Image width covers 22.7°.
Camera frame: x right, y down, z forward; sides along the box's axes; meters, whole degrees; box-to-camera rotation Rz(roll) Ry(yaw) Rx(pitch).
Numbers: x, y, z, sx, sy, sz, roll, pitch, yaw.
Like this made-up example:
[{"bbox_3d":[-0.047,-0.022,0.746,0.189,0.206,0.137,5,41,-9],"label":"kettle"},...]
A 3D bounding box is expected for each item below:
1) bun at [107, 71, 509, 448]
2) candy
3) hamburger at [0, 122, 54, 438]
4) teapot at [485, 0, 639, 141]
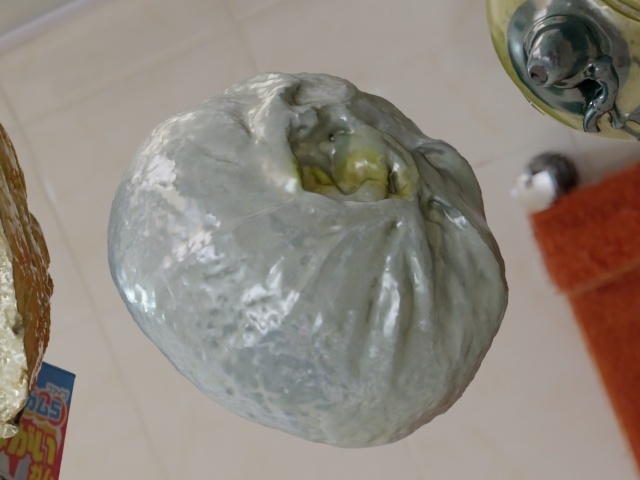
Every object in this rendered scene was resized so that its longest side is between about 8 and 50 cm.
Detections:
[{"bbox_3d":[0.000,0.000,1.362,0.362,0.211,0.362,19,-137,-19],"label":"bun"},{"bbox_3d":[-0.380,0.277,1.808,0.157,0.100,0.306,33,-123,-50],"label":"candy"},{"bbox_3d":[-0.344,0.021,1.491,0.209,0.162,0.330,-96,-10,-88],"label":"hamburger"},{"bbox_3d":[0.202,-0.166,0.967,0.173,0.182,0.269,41,-117,11],"label":"teapot"}]
